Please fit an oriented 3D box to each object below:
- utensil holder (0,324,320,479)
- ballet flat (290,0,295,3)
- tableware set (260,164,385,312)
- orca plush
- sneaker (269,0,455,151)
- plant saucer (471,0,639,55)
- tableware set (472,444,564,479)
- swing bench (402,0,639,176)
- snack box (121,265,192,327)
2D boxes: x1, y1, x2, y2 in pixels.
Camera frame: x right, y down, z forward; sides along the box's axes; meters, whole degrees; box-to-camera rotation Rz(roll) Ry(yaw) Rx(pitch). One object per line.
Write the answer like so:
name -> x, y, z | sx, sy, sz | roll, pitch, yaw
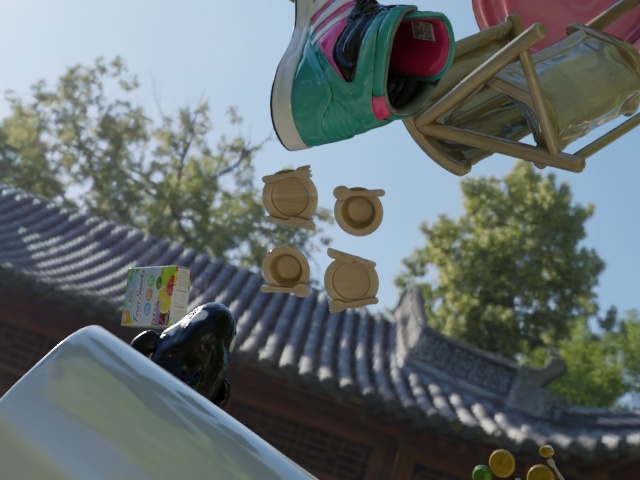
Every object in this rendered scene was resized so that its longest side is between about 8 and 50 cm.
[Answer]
utensil holder -> -0.138, 0.304, 0.784 | 0.385, 0.327, 0.327 | 37, -24, 2
ballet flat -> 0.094, -0.499, 1.515 | 0.349, 0.123, 0.123 | -23, -35, 9
tableware set -> 0.000, 0.000, 0.989 | 0.141, 0.168, 0.020 | 6, 15, 12
orca plush -> -0.205, 0.196, 1.145 | 0.151, 0.287, 0.102 | 53, -19, -3
sneaker -> 0.059, -0.234, 0.969 | 0.178, 0.295, 0.124 | -3, -30, 24
plant saucer -> 0.409, -0.417, 1.423 | 0.332, 0.332, 0.084 | 7, 7, 26
tableware set -> 0.342, 0.408, 1.547 | 0.154, 0.104, 0.024 | -37, -27, 20
swing bench -> 0.266, -0.193, 1.085 | 0.255, 0.253, 0.165 | -1, -67, 55
snack box -> -0.272, 0.095, 1.468 | 0.037, 0.100, 0.141 | 16, -14, -42
